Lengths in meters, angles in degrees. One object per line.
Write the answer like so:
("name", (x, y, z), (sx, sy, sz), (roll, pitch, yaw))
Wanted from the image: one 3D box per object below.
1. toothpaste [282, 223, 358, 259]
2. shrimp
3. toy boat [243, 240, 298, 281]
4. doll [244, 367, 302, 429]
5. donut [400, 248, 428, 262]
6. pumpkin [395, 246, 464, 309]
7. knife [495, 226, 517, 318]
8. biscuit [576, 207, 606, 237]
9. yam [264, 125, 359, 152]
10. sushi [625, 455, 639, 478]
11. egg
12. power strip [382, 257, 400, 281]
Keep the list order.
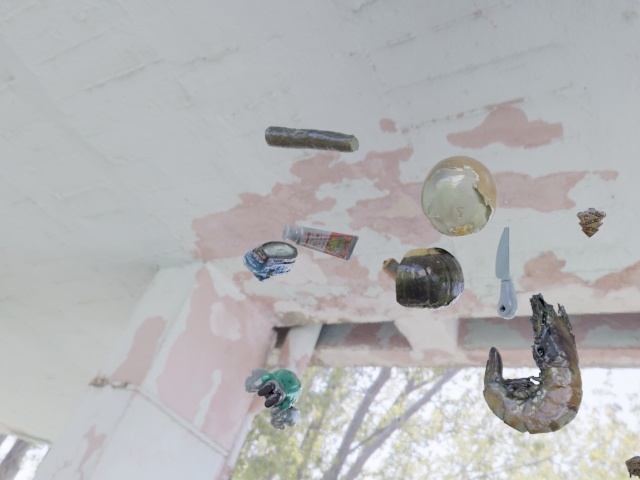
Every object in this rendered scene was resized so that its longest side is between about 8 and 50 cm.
("toothpaste", (0.000, 0.000, 1.641), (0.234, 0.057, 0.089), (13, -67, -25))
("shrimp", (0.503, 0.291, 1.308), (0.233, 0.365, 0.071), (-16, -44, 26))
("toy boat", (-0.081, 0.035, 0.864), (0.060, 0.137, 0.061), (46, -71, 10))
("doll", (-0.141, 0.426, 1.533), (0.153, 0.195, 0.258), (-32, -39, 3))
("donut", (0.334, 0.083, 1.730), (0.162, 0.065, 0.178), (18, -28, -4))
("pumpkin", (0.240, 0.079, 1.103), (0.108, 0.183, 0.119), (-2, -79, 36))
("knife", (0.622, 0.109, 1.821), (0.044, 0.331, 0.080), (17, -30, -18))
("biscuit", (0.805, -0.053, 1.603), (0.082, 0.092, 0.016), (5, -11, 40))
("yam", (-0.026, -0.260, 1.384), (0.274, 0.061, 0.061), (11, -37, 34))
("sushi", (0.756, 0.531, 1.256), (0.052, 0.055, 0.120), (56, -17, 11))
("egg", (0.369, -0.125, 1.433), (0.201, 0.244, 0.201), (8, -57, 12))
("power strip", (0.267, 0.123, 1.682), (0.178, 0.049, 0.028), (43, -19, -5))
